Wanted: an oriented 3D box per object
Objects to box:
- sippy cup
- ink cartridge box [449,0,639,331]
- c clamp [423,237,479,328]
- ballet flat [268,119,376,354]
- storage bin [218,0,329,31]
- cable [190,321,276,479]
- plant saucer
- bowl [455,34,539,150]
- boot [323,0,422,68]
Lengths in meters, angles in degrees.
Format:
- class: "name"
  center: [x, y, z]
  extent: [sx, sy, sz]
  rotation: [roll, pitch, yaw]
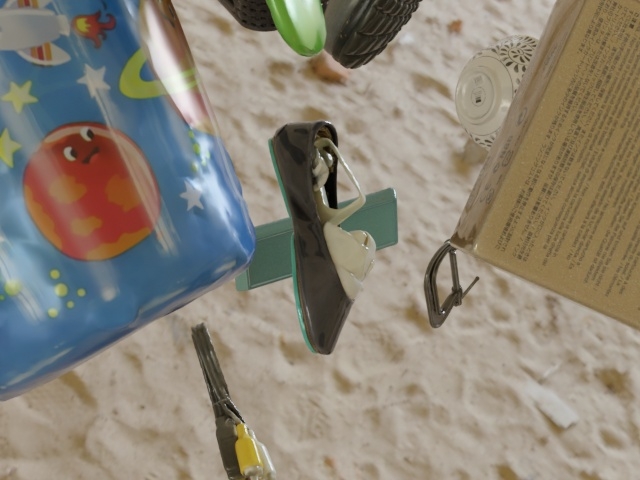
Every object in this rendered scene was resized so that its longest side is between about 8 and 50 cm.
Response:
- class: "sippy cup"
  center: [-0.151, -0.048, 0.544]
  extent: [0.240, 0.305, 0.224]
  rotation: [-27, 89, -34]
- class: "ink cartridge box"
  center: [0.241, -0.061, 0.848]
  extent: [0.193, 0.235, 0.088]
  rotation: [24, 2, -8]
- class: "c clamp"
  center: [0.188, 0.057, 1.555]
  extent: [0.022, 0.161, 0.137]
  rotation: [20, 59, 29]
- class: "ballet flat"
  center: [0.006, -0.011, 0.842]
  extent: [0.074, 0.074, 0.203]
  rotation: [5, 61, -30]
- class: "storage bin"
  center: [-0.004, -0.249, 0.840]
  extent: [0.180, 0.084, 0.122]
  rotation: [-20, 48, -24]
- class: "cable"
  center: [-0.122, 0.259, 1.555]
  extent: [0.072, 0.139, 0.287]
  rotation: [-17, 63, 0]
- class: "plant saucer"
  center: [0.000, 0.000, 1.076]
  extent: [0.192, 0.067, 0.018]
  rotation: [-16, 29, -24]
- class: "bowl"
  center: [0.233, -0.191, 1.397]
  extent: [0.080, 0.170, 0.170]
  rotation: [-3, 49, -39]
- class: "boot"
  center: [0.015, -0.248, 0.673]
  extent: [0.161, 0.247, 0.083]
  rotation: [27, 11, 15]
